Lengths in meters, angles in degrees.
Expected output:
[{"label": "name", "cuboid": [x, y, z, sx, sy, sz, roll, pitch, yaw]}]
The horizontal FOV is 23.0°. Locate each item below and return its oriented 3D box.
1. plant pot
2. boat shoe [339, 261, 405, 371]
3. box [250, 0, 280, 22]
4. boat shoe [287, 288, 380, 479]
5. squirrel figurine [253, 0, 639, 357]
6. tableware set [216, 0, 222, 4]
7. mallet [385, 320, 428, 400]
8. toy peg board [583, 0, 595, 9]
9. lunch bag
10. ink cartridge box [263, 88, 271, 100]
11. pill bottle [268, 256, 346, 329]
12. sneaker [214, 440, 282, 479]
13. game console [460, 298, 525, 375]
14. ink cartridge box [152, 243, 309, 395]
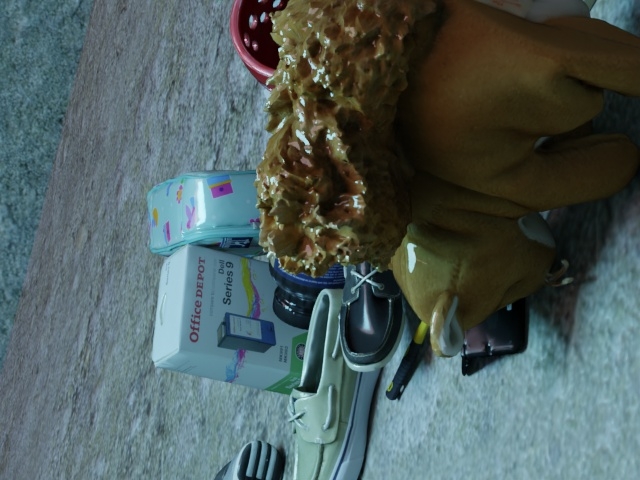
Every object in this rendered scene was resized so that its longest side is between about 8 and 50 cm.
[{"label": "plant pot", "cuboid": [-0.002, -0.251, 2.003, 0.174, 0.191, 0.191, 58, -147, -63]}, {"label": "boat shoe", "cuboid": [0.056, 0.052, 1.862, 0.084, 0.079, 0.233, -8, 47, 19]}, {"label": "box", "cuboid": [0.011, -0.362, 2.137, 0.181, 0.182, 0.119, -33, 47, 57]}, {"label": "boat shoe", "cuboid": [0.005, 0.203, 1.944, 0.109, 0.094, 0.302, 11, 87, 67]}, {"label": "squirrel figurine", "cuboid": [0.103, -0.078, 1.524, 0.281, 0.397, 0.370, -122, 36, -47]}, {"label": "tableware set", "cuboid": [-0.073, -0.400, 2.072, 0.194, 0.039, 0.128, -56, 16, 24]}, {"label": "mallet", "cuboid": [0.117, 0.115, 1.819, 0.062, 0.039, 0.190, -108, 35, -61]}, {"label": "toy peg board", "cuboid": [0.225, -0.278, 1.732, 0.161, 0.079, 0.160, -62, 27, 30]}, {"label": "lunch bag", "cuboid": [-0.109, -0.034, 2.186, 0.279, 0.224, 0.108, 168, 102, -67]}, {"label": "ink cartridge box", "cuboid": [0.000, -0.171, 2.153, 0.109, 0.062, 0.209, -36, 35, 10]}, {"label": "pill bottle", "cuboid": [0.000, 0.000, 2.012, 0.123, 0.123, 0.219, -116, 32, -57]}, {"label": "sneaker", "cuboid": [-0.118, 0.390, 2.157, 0.132, 0.086, 0.229, -25, 44, 67]}, {"label": "game console", "cuboid": [0.187, 0.077, 1.705, 0.107, 0.071, 0.122, -11, 65, 32]}, {"label": "ink cartridge box", "cuboid": [-0.107, 0.108, 2.104, 0.093, 0.212, 0.154, -36, 45, 56]}]
